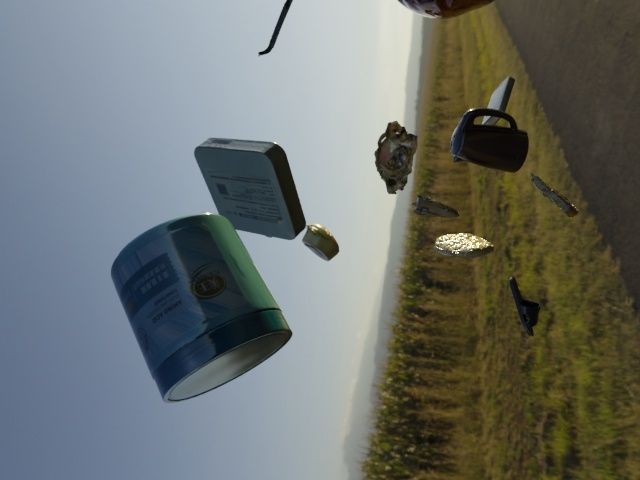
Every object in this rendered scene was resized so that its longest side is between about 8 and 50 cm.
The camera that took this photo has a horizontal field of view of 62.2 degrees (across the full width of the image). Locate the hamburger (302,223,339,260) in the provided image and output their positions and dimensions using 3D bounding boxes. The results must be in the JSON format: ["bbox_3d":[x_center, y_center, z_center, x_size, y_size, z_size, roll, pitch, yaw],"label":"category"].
[{"bbox_3d":[0.000,0.000,1.693,0.081,0.141,0.126,-53,9,-10],"label":"hamburger"}]

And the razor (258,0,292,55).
[{"bbox_3d":[-0.127,-0.620,1.553,0.190,0.033,0.066,-60,15,9],"label":"razor"}]

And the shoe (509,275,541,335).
[{"bbox_3d":[0.511,0.159,1.303,0.062,0.053,0.159,-27,-85,-64],"label":"shoe"}]

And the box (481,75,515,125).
[{"bbox_3d":[0.647,-0.497,1.929,0.177,0.036,0.115,-65,5,-26],"label":"box"}]

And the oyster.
[{"bbox_3d":[0.359,-0.407,2.633,0.107,0.201,0.354,-154,75,-79],"label":"oyster"}]

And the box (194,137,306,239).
[{"bbox_3d":[-0.265,-0.195,2.022,0.111,0.396,0.396,-48,-43,-37],"label":"box"}]

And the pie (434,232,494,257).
[{"bbox_3d":[0.508,0.018,1.926,0.218,0.185,0.052,-139,46,-66],"label":"pie"}]

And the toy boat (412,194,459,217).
[{"bbox_3d":[0.489,-0.131,2.228,0.066,0.210,0.084,140,144,-73],"label":"toy boat"}]

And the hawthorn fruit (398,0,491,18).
[{"bbox_3d":[0.357,-0.888,1.569,0.472,0.472,0.471,6,-90,-79],"label":"hawthorn fruit"}]

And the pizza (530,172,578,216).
[{"bbox_3d":[0.673,-0.128,1.535,0.036,0.176,0.185,-52,-3,21],"label":"pizza"}]

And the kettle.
[{"bbox_3d":[0.559,-0.332,1.758,0.144,0.232,0.202,-94,15,-50],"label":"kettle"}]

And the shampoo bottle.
[{"bbox_3d":[-0.289,0.156,1.281,0.342,0.331,0.331,59,179,19],"label":"shampoo bottle"}]
